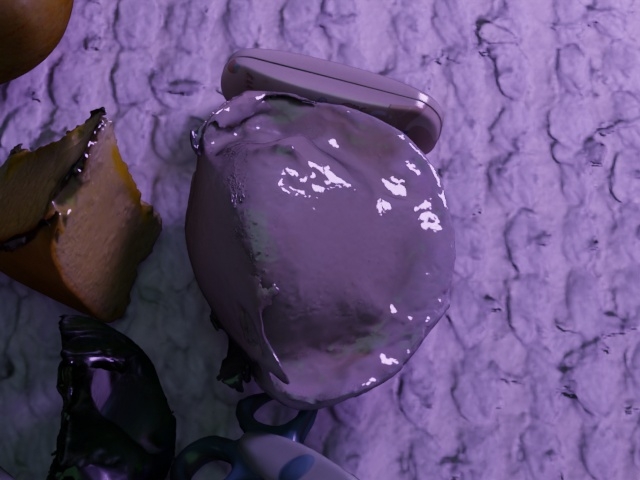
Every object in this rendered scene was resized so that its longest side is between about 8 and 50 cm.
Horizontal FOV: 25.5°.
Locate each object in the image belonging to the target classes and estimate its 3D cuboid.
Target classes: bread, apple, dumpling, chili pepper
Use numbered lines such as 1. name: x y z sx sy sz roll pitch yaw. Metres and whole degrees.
1. bread: -0.228 -0.034 1.179 0.169 0.160 0.140 22 67 9
2. apple: -0.311 -0.225 1.260 0.182 0.182 0.155 0 55 -2
3. dumpling: -0.013 0.008 1.187 0.204 0.163 0.293 1 60 -36
4. chili pepper: -0.165 0.178 1.087 0.116 0.148 0.265 -23 54 36

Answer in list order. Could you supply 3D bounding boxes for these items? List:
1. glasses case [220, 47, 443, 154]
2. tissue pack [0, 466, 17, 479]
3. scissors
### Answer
1. glasses case: 0.010 -0.123 1.270 0.204 0.081 0.051 14 62 6
2. tissue pack: -0.378 0.198 1.099 0.229 0.145 0.159 37 37 13
3. scissors: -0.014 0.180 1.060 0.138 0.289 0.041 -39 115 -19
